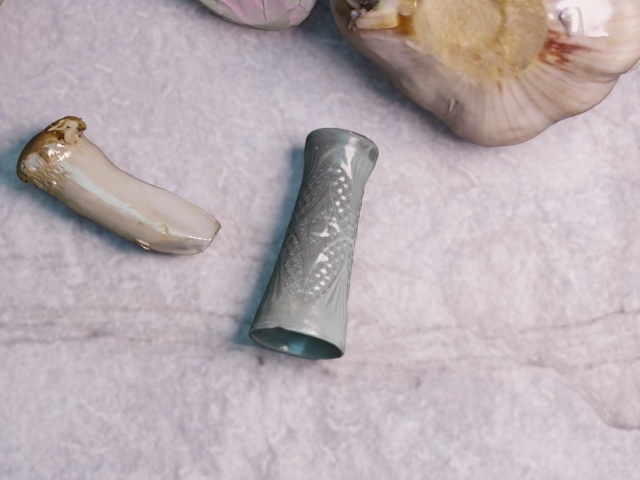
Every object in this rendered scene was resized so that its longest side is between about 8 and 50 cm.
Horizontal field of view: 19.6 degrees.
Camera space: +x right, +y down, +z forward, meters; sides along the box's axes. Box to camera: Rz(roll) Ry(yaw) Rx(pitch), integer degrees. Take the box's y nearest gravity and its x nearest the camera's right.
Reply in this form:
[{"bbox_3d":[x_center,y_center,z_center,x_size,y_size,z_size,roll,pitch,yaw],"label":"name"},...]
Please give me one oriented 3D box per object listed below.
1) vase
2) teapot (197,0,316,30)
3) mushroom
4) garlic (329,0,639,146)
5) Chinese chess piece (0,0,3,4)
[{"bbox_3d":[0.000,0.000,1.823,0.096,0.096,0.219,13,72,1],"label":"vase"},{"bbox_3d":[-0.047,-0.336,1.849,0.163,0.221,0.178,26,58,-1],"label":"teapot"},{"bbox_3d":[-0.199,-0.047,1.841,0.209,0.071,0.084,31,44,3],"label":"mushroom"},{"bbox_3d":[0.173,-0.247,1.801,0.322,0.322,0.241,14,56,2],"label":"garlic"},{"bbox_3d":[-0.444,-0.335,1.774,0.349,0.349,0.146,29,41,6],"label":"Chinese chess piece"}]
